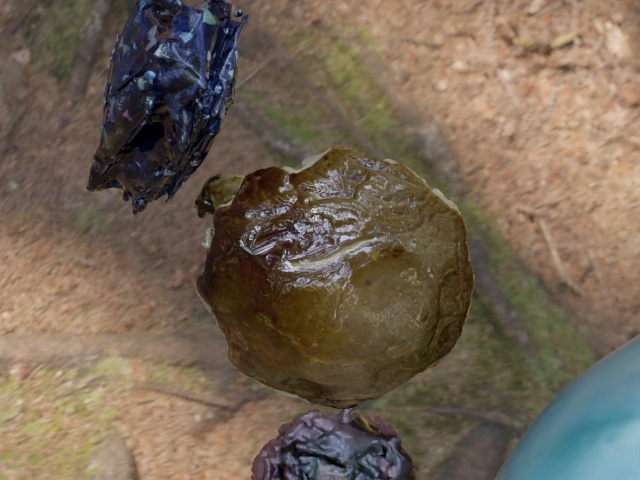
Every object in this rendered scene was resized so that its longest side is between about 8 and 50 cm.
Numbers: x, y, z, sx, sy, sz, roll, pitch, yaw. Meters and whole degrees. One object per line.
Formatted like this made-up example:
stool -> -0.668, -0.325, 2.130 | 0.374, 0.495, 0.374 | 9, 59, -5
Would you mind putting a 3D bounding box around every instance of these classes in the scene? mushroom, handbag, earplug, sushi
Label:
mushroom -> -0.002, -0.015, 1.199 | 0.233, 0.208, 0.302 | -15, 52, -3
handbag -> -0.150, -0.131, 1.275 | 0.113, 0.260, 0.162 | 19, 64, -16
earplug -> 0.253, 0.119, 0.863 | 0.324, 0.185, 0.185 | -27, 90, -17
sushi -> 0.023, 0.359, 1.772 | 0.236, 0.171, 0.270 | -13, 72, -18
